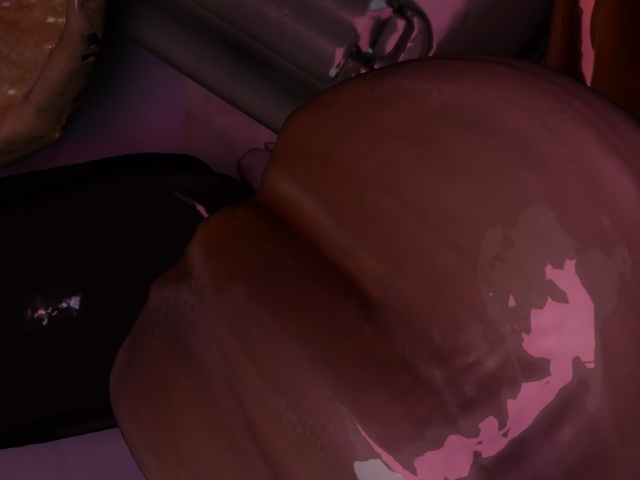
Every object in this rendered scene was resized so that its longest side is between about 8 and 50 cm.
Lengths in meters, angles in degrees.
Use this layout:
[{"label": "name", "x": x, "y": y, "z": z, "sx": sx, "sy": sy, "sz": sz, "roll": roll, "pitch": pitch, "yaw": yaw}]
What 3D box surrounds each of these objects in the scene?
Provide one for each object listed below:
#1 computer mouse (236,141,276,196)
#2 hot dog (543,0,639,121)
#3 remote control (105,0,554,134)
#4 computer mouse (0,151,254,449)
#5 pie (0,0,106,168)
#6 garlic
[{"label": "computer mouse", "x": 0.002, "y": -0.001, "z": 0.802, "sx": 0.039, "sy": 0.066, "sz": 0.096, "roll": -27, "pitch": 77, "yaw": -8}, {"label": "hot dog", "x": 0.126, "y": 0.001, "z": 0.749, "sx": 0.104, "sy": 0.076, "sz": 0.250, "roll": 2, "pitch": 94, "yaw": 3}, {"label": "remote control", "x": -0.059, "y": -0.145, "z": 0.825, "sx": 0.335, "sy": 0.065, "sz": 0.128, "roll": 33, "pitch": 104, "yaw": 19}, {"label": "computer mouse", "x": -0.103, "y": 0.025, "z": 0.836, "sx": 0.217, "sy": 0.073, "sz": 0.122, "roll": -11, "pitch": 89, "yaw": 27}, {"label": "pie", "x": -0.195, "y": -0.151, "z": 0.833, "sx": 0.274, "sy": 0.055, "sz": 0.274, "roll": 18, "pitch": 123, "yaw": 29}, {"label": "garlic", "x": 0.047, "y": 0.045, "z": 0.678, "sx": 0.228, "sy": 0.110, "sz": 0.217, "roll": 38, "pitch": 99, "yaw": 16}]
